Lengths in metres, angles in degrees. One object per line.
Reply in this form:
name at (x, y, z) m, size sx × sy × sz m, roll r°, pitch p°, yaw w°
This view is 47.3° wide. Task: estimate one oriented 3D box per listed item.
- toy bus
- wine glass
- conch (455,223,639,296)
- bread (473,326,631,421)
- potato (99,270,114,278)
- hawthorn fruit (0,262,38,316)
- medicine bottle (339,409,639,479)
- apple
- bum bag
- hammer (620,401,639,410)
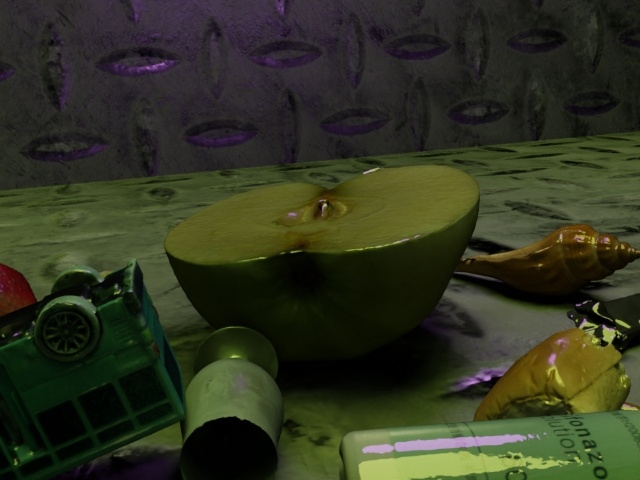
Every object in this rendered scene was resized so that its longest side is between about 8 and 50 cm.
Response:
toy bus at (-0.247, 0.126, 0.589) m, size 0.256 × 0.147 × 0.128 m, roll -23°, pitch 15°, yaw -8°
wine glass at (-0.079, 0.150, 0.658) m, size 0.093 × 0.092 × 0.202 m, roll -4°, pitch 13°, yaw -6°
conch at (0.311, 0.041, 1.066) m, size 0.330 × 0.093 × 0.109 m, roll -18°, pitch 16°, yaw 49°
bread at (0.184, 0.132, 0.602) m, size 0.106 × 0.082 × 0.125 m, roll -13°, pitch -24°, yaw -46°
potato at (-0.300, 0.090, 0.975) m, size 0.061 × 0.086 × 0.122 m, roll 6°, pitch 22°, yaw 25°
hawthorn fruit at (-0.401, 0.098, 0.860) m, size 0.157 × 0.156 × 0.194 m, roll 5°, pitch -2°, yaw 29°
medicine bottle at (0.191, 0.169, 0.482) m, size 0.352 × 0.110 × 0.110 m, roll -4°, pitch 14°, yaw -3°
apple at (0.000, 0.000, 0.878) m, size 0.312 × 0.320 × 0.360 m, roll 35°, pitch 21°, yaw -5°
bum bag at (0.392, 0.089, 0.900) m, size 0.198 × 0.049 × 0.087 m, roll -9°, pitch 20°, yaw -25°
hammer at (0.294, 0.164, 0.667) m, size 0.201 × 0.021 × 0.078 m, roll 9°, pitch 18°, yaw 41°
